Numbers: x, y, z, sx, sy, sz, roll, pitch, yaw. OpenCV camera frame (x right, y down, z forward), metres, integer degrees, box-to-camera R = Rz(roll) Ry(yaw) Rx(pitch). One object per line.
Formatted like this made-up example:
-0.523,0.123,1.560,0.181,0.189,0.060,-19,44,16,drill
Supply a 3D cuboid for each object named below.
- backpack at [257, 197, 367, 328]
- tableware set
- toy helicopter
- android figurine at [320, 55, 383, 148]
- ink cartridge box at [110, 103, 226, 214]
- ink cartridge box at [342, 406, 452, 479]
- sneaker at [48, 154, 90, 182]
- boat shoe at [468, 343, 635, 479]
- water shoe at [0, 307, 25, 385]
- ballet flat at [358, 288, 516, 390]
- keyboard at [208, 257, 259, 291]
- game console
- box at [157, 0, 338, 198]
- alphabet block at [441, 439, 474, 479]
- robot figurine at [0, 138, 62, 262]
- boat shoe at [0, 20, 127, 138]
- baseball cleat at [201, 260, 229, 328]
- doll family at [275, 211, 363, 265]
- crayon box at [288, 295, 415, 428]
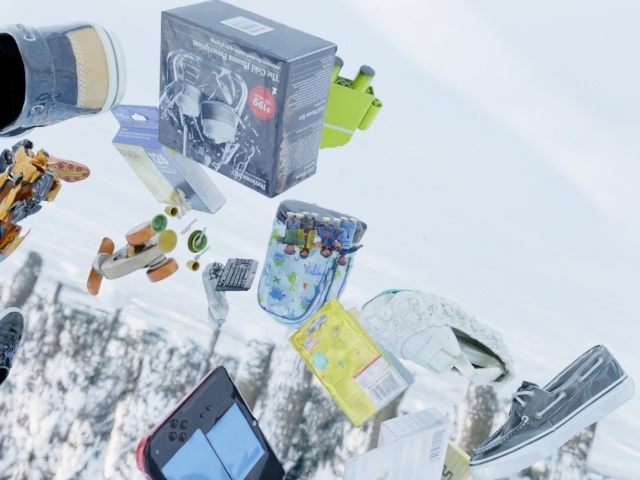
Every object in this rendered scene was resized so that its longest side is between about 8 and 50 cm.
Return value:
-0.048,0.089,2.192,0.290,0.355,0.273,21,-156,20,backpack
-0.262,-0.006,1.376,0.024,0.104,0.154,17,141,38,tableware set
-0.505,0.028,1.937,0.140,0.235,0.355,64,-179,-18,toy helicopter
0.023,-0.328,1.787,0.248,0.056,0.273,11,137,-18,android figurine
-0.419,-0.209,1.867,0.304,0.072,0.307,14,148,50,ink cartridge box
0.126,0.498,1.450,0.261,0.296,0.066,-9,-153,-31,ink cartridge box
-0.649,-0.185,1.774,0.175,0.067,0.064,9,128,-2,sneaker
0.389,0.300,1.282,0.119,0.335,0.121,59,169,7,boat shoe
-0.640,0.236,1.459,0.080,0.203,0.073,10,162,37,water shoe
0.250,0.200,1.381,0.409,0.147,0.147,22,167,-40,ballet flat
-0.186,0.060,1.515,0.100,0.038,0.192,-2,-165,0,keyboard
-0.262,0.562,1.822,0.060,0.342,0.386,-10,114,44,game console
-0.169,-0.313,1.577,0.343,0.179,0.312,27,128,24,box
0.327,0.657,2.007,0.193,0.197,0.192,36,175,37,alphabet block
-0.659,-0.074,1.532,0.211,0.291,0.085,47,-171,35,robot figurine
-0.496,-0.250,1.137,0.500,0.186,0.156,6,-164,44,boat shoe
-0.304,0.159,2.056,0.072,0.206,0.109,5,130,-17,baseball cleat
0.000,0.000,1.599,0.193,0.111,0.076,8,-169,1,doll family
0.084,0.332,2.023,0.318,0.202,0.081,51,-162,12,crayon box
